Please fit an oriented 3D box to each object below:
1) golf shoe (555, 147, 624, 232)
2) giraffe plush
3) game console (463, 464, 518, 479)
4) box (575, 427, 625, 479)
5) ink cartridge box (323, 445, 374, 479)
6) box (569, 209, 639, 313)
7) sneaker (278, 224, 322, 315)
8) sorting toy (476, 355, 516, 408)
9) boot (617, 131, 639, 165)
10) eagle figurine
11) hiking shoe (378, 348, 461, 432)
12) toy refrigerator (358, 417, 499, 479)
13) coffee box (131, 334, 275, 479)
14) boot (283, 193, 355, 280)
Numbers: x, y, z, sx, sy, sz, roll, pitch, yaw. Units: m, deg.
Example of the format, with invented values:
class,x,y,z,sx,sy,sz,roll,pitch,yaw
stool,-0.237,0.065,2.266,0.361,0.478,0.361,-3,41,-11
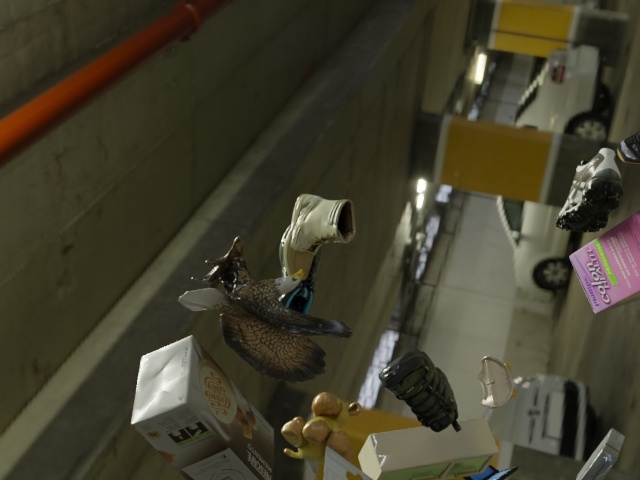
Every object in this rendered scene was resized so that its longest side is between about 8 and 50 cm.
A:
class,x,y,z,sx,sy,sz,roll,pitch,yaw
golf shoe,0.443,-0.077,1.379,0.198,0.077,0.094,107,174,-67
giraffe plush,0.016,0.445,2.039,0.210,0.181,0.170,101,-167,-54
game console,0.425,0.583,2.153,0.122,0.107,0.071,-12,-106,-49
box,0.608,0.501,1.860,0.145,0.038,0.186,-60,-19,15
ink cartridge box,0.045,0.488,1.393,0.189,0.066,0.232,42,-152,-28
box,0.588,0.012,1.427,0.243,0.213,0.117,122,130,-65
sneaker,-0.048,0.102,2.259,0.139,0.125,0.341,2,79,63
sorting toy,0.281,0.239,1.390,0.075,0.045,0.083,133,134,-60
boot,0.648,-0.146,1.608,0.137,0.198,0.077,94,168,-59
eagle figurine,-0.101,0.141,1.647,0.225,0.298,0.226,-40,-13,12
hiking shoe,0.179,0.256,1.404,0.086,0.114,0.227,-41,-34,13
toy refrigerator,0.227,0.453,1.772,0.102,0.269,0.094,109,150,-47
coffee box,-0.169,0.282,1.275,0.246,0.098,0.141,57,-163,-33
boot,0.000,0.000,1.989,0.077,0.165,0.213,11,-91,-45
